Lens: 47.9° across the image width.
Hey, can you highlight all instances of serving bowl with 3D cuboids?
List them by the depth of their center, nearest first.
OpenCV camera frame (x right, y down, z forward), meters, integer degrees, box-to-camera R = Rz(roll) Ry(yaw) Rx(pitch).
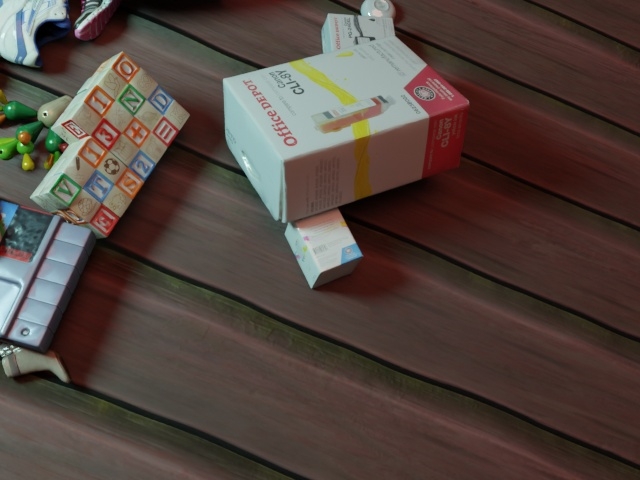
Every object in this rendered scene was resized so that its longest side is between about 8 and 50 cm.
[{"bbox_3d":[0.135,-0.530,1.650,0.084,0.027,0.083,5,65,-10],"label":"serving bowl"}]

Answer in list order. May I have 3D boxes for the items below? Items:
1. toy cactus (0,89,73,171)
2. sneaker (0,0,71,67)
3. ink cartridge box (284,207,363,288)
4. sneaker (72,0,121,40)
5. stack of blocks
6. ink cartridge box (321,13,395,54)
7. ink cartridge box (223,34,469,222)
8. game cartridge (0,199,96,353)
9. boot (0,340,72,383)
[{"bbox_3d":[-0.532,-0.218,1.337,0.219,0.112,0.180,31,54,11],"label":"toy cactus"},{"bbox_3d":[-0.541,-0.470,1.438,0.131,0.112,0.296,27,74,-4],"label":"sneaker"},{"bbox_3d":[0.000,0.000,1.357,0.092,0.090,0.143,-20,72,-20],"label":"ink cartridge box"},{"bbox_3d":[-0.471,-0.478,1.475,0.075,0.063,0.170,23,59,-2],"label":"sneaker"},{"bbox_3d":[-0.390,-0.170,1.301,0.171,0.087,0.297,43,60,-31],"label":"stack of blocks"},{"bbox_3d":[0.085,-0.430,1.576,0.151,0.063,0.109,0,67,-13],"label":"ink cartridge box"},{"bbox_3d":[0.041,-0.222,1.376,0.385,0.160,0.279,-20,50,-19],"label":"ink cartridge box"},{"bbox_3d":[-0.587,0.033,1.210,0.355,0.068,0.230,15,69,2],"label":"game cartridge"},{"bbox_3d":[-0.476,0.203,1.194,0.087,0.042,0.118,-28,72,-17],"label":"boot"}]
